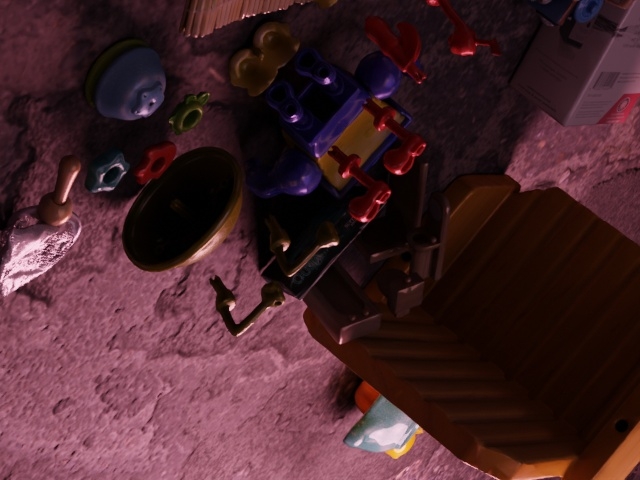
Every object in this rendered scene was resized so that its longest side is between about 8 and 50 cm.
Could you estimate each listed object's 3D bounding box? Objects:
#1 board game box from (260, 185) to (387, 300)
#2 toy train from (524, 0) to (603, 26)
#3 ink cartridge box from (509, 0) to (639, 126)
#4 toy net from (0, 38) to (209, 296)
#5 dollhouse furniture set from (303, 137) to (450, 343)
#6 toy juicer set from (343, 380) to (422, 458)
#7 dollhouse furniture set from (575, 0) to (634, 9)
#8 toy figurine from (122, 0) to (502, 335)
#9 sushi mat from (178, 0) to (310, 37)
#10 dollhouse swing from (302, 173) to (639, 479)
[{"bbox_3d":[0.000,0.000,1.681,0.126,0.026,0.186,-49,-173,-5],"label":"board game box"},{"bbox_3d":[0.276,-0.309,1.781,0.184,0.080,0.105,-53,145,10],"label":"toy train"},{"bbox_3d":[0.329,-0.244,1.926,0.158,0.092,0.218,-8,133,-54],"label":"ink cartridge box"},{"bbox_3d":[-0.192,-0.053,1.402,0.232,0.045,0.122,-50,156,3],"label":"toy net"},{"bbox_3d":[0.052,-0.004,1.767,0.151,0.144,0.123,-19,137,-25],"label":"dollhouse furniture set"},{"bbox_3d":[0.076,0.225,2.149,0.329,0.089,0.209,-47,168,-27],"label":"toy juicer set"},{"bbox_3d":[0.257,-0.351,1.518,0.303,0.198,0.286,3,115,-58],"label":"dollhouse furniture set"},{"bbox_3d":[0.014,-0.071,1.555,0.362,0.191,0.217,-50,159,1],"label":"toy figurine"},{"bbox_3d":[-0.021,-0.298,1.307,0.151,0.019,0.316,-27,146,-41],"label":"sushi mat"},{"bbox_3d":[0.210,0.078,1.864,0.315,0.347,0.305,-51,153,-1],"label":"dollhouse swing"}]
